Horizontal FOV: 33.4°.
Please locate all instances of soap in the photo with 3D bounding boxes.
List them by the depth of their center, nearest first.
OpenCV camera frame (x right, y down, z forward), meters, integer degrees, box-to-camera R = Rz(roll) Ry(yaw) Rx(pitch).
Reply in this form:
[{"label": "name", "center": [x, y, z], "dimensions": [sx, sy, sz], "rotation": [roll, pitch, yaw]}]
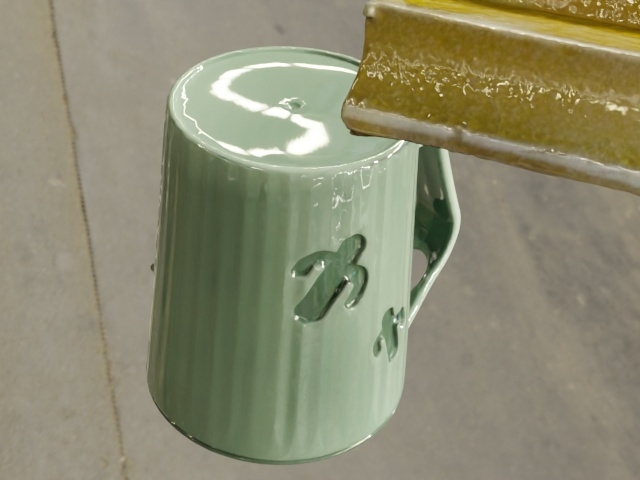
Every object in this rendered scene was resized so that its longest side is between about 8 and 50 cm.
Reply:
[{"label": "soap", "center": [0.185, -0.117, 0.744], "dimensions": [0.281, 0.143, 0.259], "rotation": [16, 25, 17]}]

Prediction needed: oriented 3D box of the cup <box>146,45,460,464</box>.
[{"label": "cup", "center": [-0.024, -0.006, 1.222], "dimensions": [0.310, 0.392, 0.401], "rotation": [17, 38, 14]}]
